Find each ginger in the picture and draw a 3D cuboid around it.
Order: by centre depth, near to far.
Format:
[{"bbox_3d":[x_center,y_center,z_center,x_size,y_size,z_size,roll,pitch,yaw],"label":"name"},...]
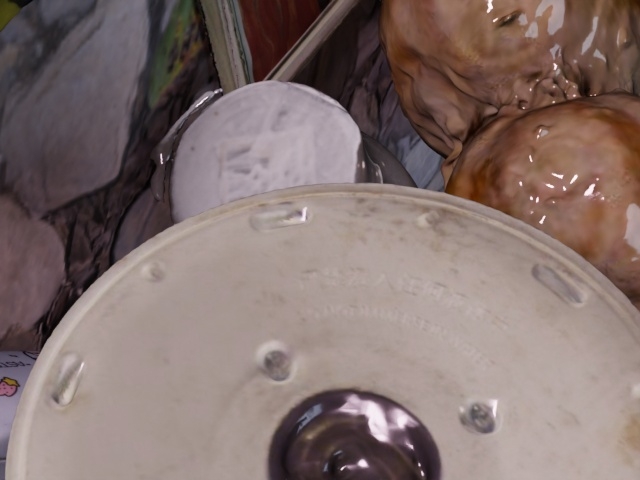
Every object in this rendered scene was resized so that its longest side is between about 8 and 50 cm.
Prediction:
[{"bbox_3d":[0.119,-0.033,0.936,0.244,0.155,0.304,78,4,-64],"label":"ginger"}]

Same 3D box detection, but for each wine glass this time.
[{"bbox_3d":[0.000,0.000,0.911,0.111,0.111,0.204,-61,157,-10],"label":"wine glass"}]

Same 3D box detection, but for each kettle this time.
[{"bbox_3d":[-0.001,0.228,0.766,0.376,0.250,0.361,92,11,-53],"label":"kettle"}]

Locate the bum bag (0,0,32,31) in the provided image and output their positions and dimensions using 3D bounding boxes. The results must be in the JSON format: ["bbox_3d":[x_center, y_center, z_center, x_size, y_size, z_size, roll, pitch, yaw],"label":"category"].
[{"bbox_3d":[-0.121,-0.114,0.633,0.232,0.060,0.106,-49,142,-37],"label":"bum bag"}]

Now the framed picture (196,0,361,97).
[{"bbox_3d":[0.021,-0.205,0.887,0.273,0.016,0.216,-52,152,-27],"label":"framed picture"}]

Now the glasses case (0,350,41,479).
[{"bbox_3d":[-0.127,0.075,0.778,0.178,0.067,0.045,5,107,-64],"label":"glasses case"}]
